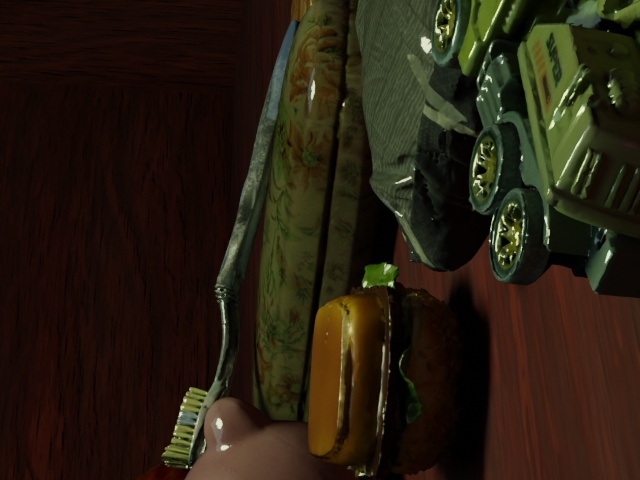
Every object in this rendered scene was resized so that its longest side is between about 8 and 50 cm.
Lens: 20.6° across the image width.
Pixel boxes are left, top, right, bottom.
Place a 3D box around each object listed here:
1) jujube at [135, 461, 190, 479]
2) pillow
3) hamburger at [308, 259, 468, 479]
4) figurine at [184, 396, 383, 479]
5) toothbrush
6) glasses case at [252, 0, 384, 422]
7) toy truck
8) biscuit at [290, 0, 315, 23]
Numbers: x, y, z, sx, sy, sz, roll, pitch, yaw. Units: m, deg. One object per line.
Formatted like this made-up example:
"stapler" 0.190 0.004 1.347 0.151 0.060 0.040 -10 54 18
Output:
"jujube" -0.080 0.282 1.561 0.318 0.223 0.223 -54 -32 -84
"pillow" 0.076 -0.117 0.866 0.335 0.093 0.161 103 163 -55
"hamburger" 0.044 0.080 1.081 0.166 0.087 0.137 172 101 -82
"figurine" -0.029 0.215 1.317 0.173 0.173 0.173 -177 90 -84
"toothbrush" -0.065 -0.002 1.512 0.035 0.042 0.413 61 -139 -69
"glasses case" 0.000 0.000 1.469 0.156 0.098 0.425 -89 5 -56
"toy truck" 0.104 -0.068 0.626 0.191 0.085 0.116 -99 22 -48
"biscuit" 0.007 -0.200 1.678 0.365 0.062 0.385 125 147 -81
